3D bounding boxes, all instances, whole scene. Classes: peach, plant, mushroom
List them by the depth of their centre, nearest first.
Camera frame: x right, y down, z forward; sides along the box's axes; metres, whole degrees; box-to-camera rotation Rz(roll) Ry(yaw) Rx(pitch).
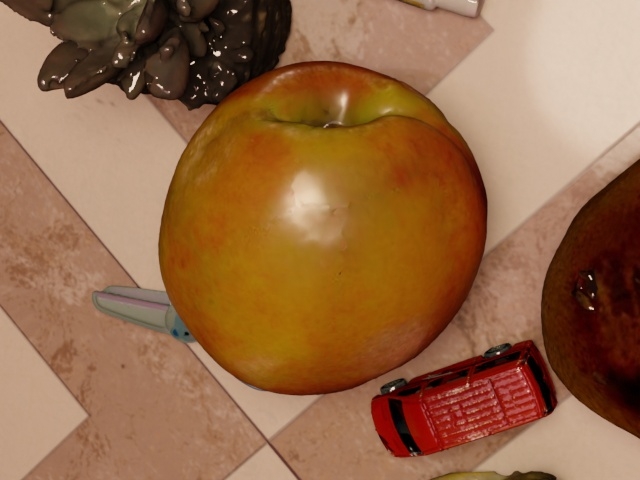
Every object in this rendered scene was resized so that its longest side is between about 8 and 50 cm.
[{"bbox_3d":[0.369,0.072,0.903,0.346,0.260,0.345,-11,68,28],"label":"mushroom"},{"bbox_3d":[-0.147,-0.226,0.951,0.182,0.321,0.194,13,104,15],"label":"plant"},{"bbox_3d":[0.000,0.000,0.958,0.308,0.308,0.332,18,124,16],"label":"peach"}]

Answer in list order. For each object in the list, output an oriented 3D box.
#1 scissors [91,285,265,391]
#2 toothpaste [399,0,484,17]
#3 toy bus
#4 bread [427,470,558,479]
[{"bbox_3d":[-0.146,0.090,1.150,0.256,0.030,0.125,12,100,15],"label":"scissors"},{"bbox_3d":[0.017,-0.291,1.024,0.315,0.058,0.056,21,81,12],"label":"toothpaste"},{"bbox_3d":[0.141,0.173,1.034,0.195,0.089,0.081,-22,90,21],"label":"toy bus"},{"bbox_3d":[0.189,0.318,0.997,0.197,0.197,0.170,-11,84,20],"label":"bread"}]
